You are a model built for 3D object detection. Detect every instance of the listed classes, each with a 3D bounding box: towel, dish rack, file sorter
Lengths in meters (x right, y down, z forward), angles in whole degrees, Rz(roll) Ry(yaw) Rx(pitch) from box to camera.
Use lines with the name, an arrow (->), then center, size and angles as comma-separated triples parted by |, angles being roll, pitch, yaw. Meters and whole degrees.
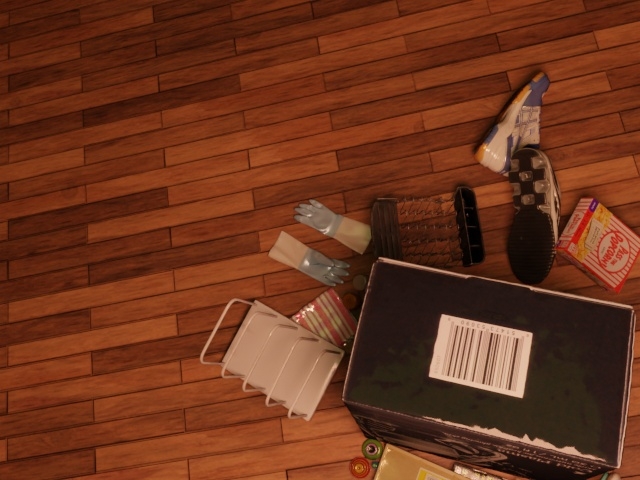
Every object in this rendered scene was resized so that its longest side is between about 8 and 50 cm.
towel -> -0.010, 0.230, 1.702 | 0.197, 0.029, 0.144 | -36, 69, -1
dish rack -> 0.262, -0.026, 1.671 | 0.271, 0.074, 0.209 | -1, 70, -10
file sorter -> -0.118, 0.285, 1.613 | 0.277, 0.173, 0.193 | 27, 88, 20

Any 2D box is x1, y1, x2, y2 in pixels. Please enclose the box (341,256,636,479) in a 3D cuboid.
box -> 0.326, 0.290, 1.373 | 0.479, 0.472, 0.298 | 10, 70, 14

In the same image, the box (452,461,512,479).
box -> 0.368, 0.621, 1.503 | 0.184, 0.045, 0.191 | 14, 76, 12

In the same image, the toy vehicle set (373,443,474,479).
toy vehicle set -> 0.243, 0.589, 1.506 | 0.266, 0.035, 0.166 | 16, 77, 30

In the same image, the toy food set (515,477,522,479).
toy food set -> 0.432, 0.630, 1.439 | 0.132, 0.039, 0.192 | 27, 63, 27

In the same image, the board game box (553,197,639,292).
board game box -> 0.661, 0.012, 1.578 | 0.193, 0.045, 0.147 | 34, 81, -18

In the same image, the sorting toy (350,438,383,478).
sorting toy -> 0.112, 0.520, 1.583 | 0.061, 0.042, 0.102 | 30, 81, 18

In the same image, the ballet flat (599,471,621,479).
ballet flat -> 0.535, 0.662, 1.353 | 0.139, 0.139, 0.400 | 32, 99, 18

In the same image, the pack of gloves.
pack of gloves -> 0.000, 0.000, 1.762 | 0.232, 0.046, 0.195 | 25, 80, 17

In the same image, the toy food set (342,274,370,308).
toy food set -> 0.180, 0.131, 1.678 | 0.232, 0.104, 0.111 | -5, 86, 28

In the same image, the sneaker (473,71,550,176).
sneaker -> 0.524, -0.296, 1.735 | 0.131, 0.112, 0.297 | 36, 84, 1

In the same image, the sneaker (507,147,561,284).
sneaker -> 0.543, -0.059, 1.641 | 0.122, 0.146, 0.331 | 5, 98, 40
